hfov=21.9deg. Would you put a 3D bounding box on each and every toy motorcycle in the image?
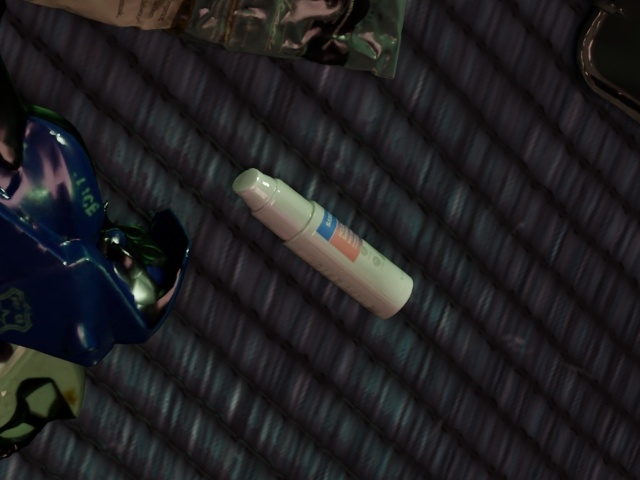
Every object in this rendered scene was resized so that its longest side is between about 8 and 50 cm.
[{"bbox_3d":[-0.185,-0.030,0.902,0.196,0.125,0.331,-21,118,-8],"label":"toy motorcycle"}]

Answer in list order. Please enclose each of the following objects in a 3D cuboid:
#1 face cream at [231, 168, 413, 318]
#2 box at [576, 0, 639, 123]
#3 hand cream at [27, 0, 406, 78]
[{"bbox_3d":[0.000,0.000,1.017,0.130,0.034,0.034,37,91,-23],"label":"face cream"},{"bbox_3d":[0.298,-0.110,1.029,0.243,0.135,0.163,32,93,-23],"label":"box"},{"bbox_3d":[-0.064,-0.148,0.954,0.248,0.052,0.075,4,127,-25],"label":"hand cream"}]
